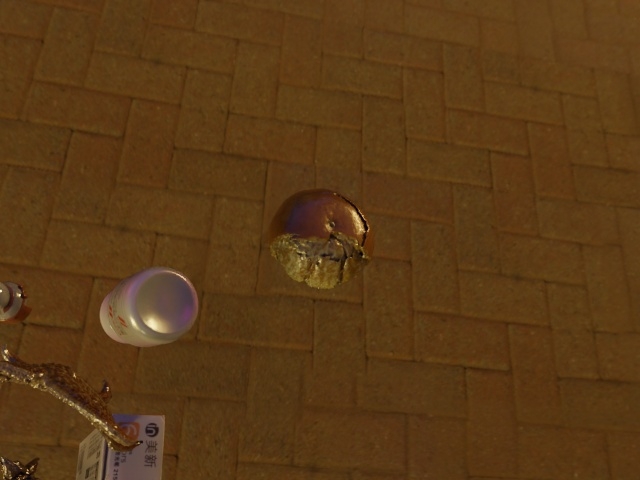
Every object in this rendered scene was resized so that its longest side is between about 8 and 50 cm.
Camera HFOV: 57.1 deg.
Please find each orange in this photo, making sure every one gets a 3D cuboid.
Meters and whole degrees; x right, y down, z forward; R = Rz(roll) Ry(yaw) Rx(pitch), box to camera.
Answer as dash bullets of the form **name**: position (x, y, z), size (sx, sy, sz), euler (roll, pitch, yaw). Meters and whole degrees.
- **orange**: position (0.000, 0.000, 0.865), size (0.157, 0.134, 0.156), euler (3, 72, -9)

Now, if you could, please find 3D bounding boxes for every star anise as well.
- **star anise**: position (-0.653, 0.542, 1.301), size (0.056, 0.124, 0.129), euler (-30, 62, 7)

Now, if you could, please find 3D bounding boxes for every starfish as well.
- **starfish**: position (-0.280, 0.153, 0.617), size (0.238, 0.213, 0.057), euler (45, 66, -36)

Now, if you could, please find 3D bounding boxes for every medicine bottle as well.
- **medicine bottle**: position (-0.559, 0.221, 1.889), size (0.241, 0.302, 0.241), euler (12, 70, -37)

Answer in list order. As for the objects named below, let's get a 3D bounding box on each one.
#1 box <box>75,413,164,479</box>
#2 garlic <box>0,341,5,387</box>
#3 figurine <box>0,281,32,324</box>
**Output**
- **box**: position (-0.323, 0.403, 0.916), size (0.091, 0.274, 0.220), euler (10, 61, -27)
- **garlic**: position (-0.663, 0.195, 0.973), size (0.132, 0.279, 0.325), euler (-30, 84, 21)
- **figurine**: position (-1.001, 0.182, 1.853), size (0.143, 0.271, 0.143), euler (3, 62, -6)
